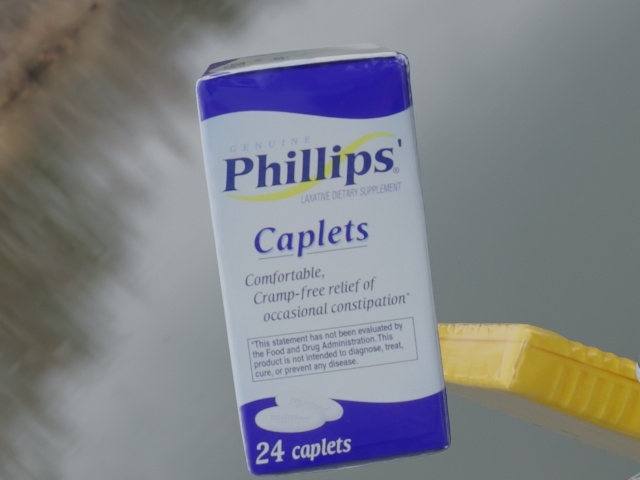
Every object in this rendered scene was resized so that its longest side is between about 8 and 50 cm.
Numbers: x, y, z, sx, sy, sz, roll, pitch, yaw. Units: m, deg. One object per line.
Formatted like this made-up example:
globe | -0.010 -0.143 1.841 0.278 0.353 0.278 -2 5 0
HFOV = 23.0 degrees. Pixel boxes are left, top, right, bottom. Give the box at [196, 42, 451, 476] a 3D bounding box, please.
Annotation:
box | 0.000 0.000 0.575 0.072 0.137 0.126 -8 9 -1

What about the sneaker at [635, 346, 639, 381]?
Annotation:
sneaker | 0.148 0.056 0.334 0.106 0.123 0.290 -45 -1 10

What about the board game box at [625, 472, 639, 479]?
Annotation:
board game box | 0.186 0.106 0.688 0.103 0.026 0.154 -16 -7 -40

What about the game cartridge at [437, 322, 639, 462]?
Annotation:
game cartridge | 0.228 0.119 0.998 0.285 0.323 0.053 166 125 -79
